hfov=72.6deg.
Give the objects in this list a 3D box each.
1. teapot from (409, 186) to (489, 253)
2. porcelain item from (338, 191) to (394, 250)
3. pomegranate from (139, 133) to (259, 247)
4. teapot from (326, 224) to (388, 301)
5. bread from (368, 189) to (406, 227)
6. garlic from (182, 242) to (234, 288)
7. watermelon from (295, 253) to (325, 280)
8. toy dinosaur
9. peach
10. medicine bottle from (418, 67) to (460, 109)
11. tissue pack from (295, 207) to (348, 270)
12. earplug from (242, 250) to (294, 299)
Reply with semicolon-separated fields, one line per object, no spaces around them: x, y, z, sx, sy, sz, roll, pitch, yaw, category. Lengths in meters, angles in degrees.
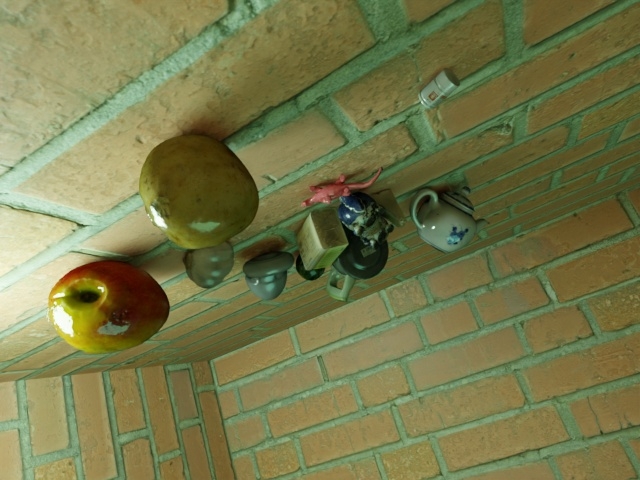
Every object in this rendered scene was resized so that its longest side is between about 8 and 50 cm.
0.543;-0.102;1.829;0.424;0.252;0.280;20;107;-29;teapot
0.153;-0.087;1.597;0.138;0.186;0.288;-46;145;2;porcelain item
-0.273;-0.109;0.973;0.261;0.260;0.260;-17;161;-6;pomegranate
0.139;0.087;1.850;0.240;0.321;0.239;-5;177;-22;teapot
0.240;-0.107;1.629;0.105;0.152;0.077;-20;161;-12;bread
-0.400;0.099;1.607;0.178;0.142;0.229;-4;147;-34;garlic
-0.042;0.101;1.950;0.141;0.140;0.187;-14;157;-14;watermelon
0.069;-0.166;1.451;0.286;0.070;0.139;-21;172;-3;toy dinosaur
-0.680;0.216;1.427;0.373;0.289;0.372;-16;165;-4;peach
0.292;-0.372;1.075;0.057;0.057;0.089;-3;155;-40;medicine bottle
0.000;0.000;1.673;0.125;0.159;0.234;-11;159;-22;tissue pack
-0.218;0.139;1.830;0.214;0.175;0.325;-15;161;-18;earplug
